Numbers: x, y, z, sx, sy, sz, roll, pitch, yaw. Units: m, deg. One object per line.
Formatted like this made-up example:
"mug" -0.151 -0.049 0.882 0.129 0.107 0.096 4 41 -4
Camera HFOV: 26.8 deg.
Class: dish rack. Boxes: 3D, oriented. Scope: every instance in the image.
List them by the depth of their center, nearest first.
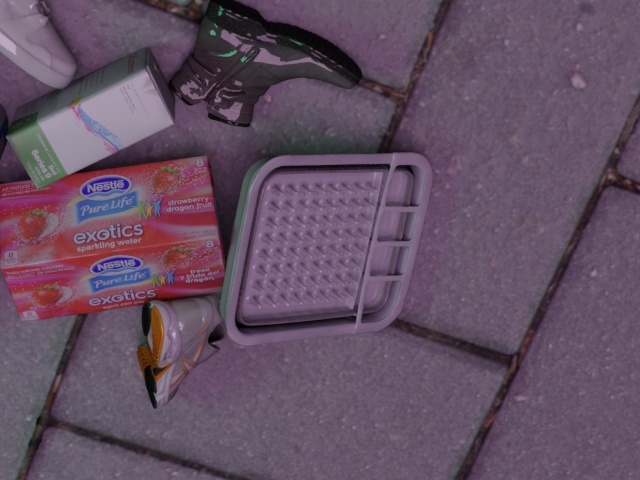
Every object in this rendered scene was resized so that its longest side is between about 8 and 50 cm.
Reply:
"dish rack" 0.000 0.000 1.931 0.333 0.072 0.285 -4 115 -39

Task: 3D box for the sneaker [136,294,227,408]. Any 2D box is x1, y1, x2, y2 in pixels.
"sneaker" -0.197 0.164 1.966 0.121 0.099 0.262 -13 155 -19

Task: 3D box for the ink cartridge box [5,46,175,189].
"ink cartridge box" -0.311 -0.171 1.849 0.212 0.154 0.093 -27 110 3

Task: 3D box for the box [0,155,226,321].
"box" -0.289 -0.004 1.890 0.300 0.154 0.142 -8 145 -3

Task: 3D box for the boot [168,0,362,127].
"boot" -0.078 -0.230 1.907 0.246 0.083 0.161 23 112 -8

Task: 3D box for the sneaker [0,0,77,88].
"sneaker" -0.399 -0.353 1.800 0.169 0.108 0.292 -41 108 11

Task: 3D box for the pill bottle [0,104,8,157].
"pill bottle" -0.492 -0.126 1.808 0.124 0.221 0.124 -2 109 -6
